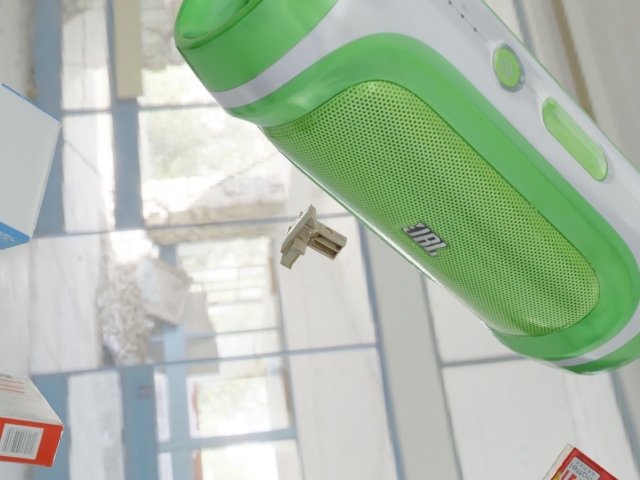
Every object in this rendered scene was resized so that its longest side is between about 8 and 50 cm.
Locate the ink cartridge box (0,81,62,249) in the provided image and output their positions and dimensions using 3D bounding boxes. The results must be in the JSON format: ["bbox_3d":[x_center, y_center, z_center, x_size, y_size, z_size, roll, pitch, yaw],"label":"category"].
[{"bbox_3d":[-0.452,-0.081,1.134,0.171,0.233,0.168,34,53,-45],"label":"ink cartridge box"}]

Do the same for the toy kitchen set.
[{"bbox_3d":[0.000,0.000,1.254,0.068,0.075,0.083,-52,-165,31],"label":"toy kitchen set"}]

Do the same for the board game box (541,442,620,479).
[{"bbox_3d":[0.178,0.264,0.689,0.193,0.147,0.045,-54,169,-2],"label":"board game box"}]

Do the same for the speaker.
[{"bbox_3d":[0.069,-0.047,0.513,0.296,0.131,0.131,38,19,-29],"label":"speaker"}]

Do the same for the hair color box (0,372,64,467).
[{"bbox_3d":[-0.294,0.162,0.917,0.141,0.072,0.043,23,-83,60],"label":"hair color box"}]
